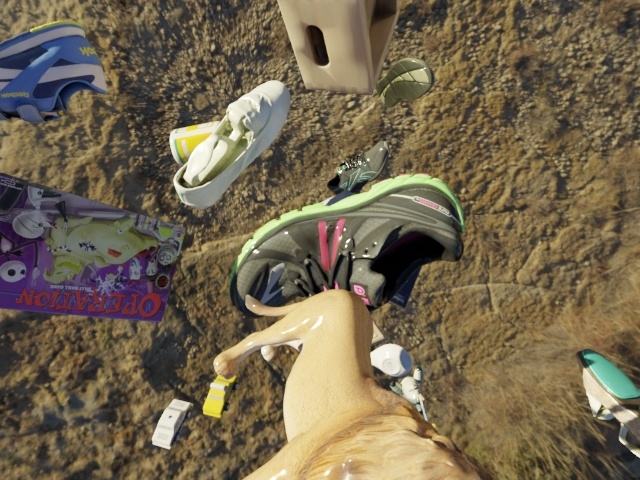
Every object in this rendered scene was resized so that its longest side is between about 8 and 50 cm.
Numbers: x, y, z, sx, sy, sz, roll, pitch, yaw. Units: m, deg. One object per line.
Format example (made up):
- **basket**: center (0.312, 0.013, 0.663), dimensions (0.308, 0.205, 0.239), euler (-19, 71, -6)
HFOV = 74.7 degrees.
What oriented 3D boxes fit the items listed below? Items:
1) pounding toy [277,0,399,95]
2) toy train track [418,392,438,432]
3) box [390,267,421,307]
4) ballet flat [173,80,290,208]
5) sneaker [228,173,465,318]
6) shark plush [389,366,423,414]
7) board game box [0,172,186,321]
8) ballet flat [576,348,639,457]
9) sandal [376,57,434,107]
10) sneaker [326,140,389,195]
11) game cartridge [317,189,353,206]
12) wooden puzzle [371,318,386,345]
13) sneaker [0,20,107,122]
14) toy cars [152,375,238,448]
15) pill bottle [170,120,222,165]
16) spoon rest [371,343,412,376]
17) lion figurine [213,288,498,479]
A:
- **pounding toy**: center (0.009, -0.234, 0.377), dimensions (0.100, 0.141, 0.130), euler (12, 70, 18)
- **toy train track**: center (0.177, 0.290, 0.681), dimensions (0.014, 0.048, 0.083), euler (-17, 84, 12)
- **box**: center (0.208, 0.043, 1.600), dimensions (0.343, 0.179, 0.312), euler (27, 82, -22)
- **ballet flat**: center (-0.215, -0.251, 1.037), dimensions (0.139, 0.139, 0.400), euler (39, 86, -19)
- **sneaker**: center (0.035, 0.040, 0.782), dimensions (0.482, 0.202, 0.185), euler (-25, 139, 13)
- **shark plush**: center (0.191, 0.334, 0.877), dimensions (0.073, 0.067, 0.161), euler (-21, 138, -12)
- **board game box**: center (-0.423, 0.030, 0.760), dimensions (0.347, 0.056, 0.208), euler (20, 84, -51)
- **ballet flat**: center (0.658, 0.374, 0.906), dimensions (0.107, 0.316, 0.106), euler (9, 115, -16)
- **sandal**: center (0.264, -0.495, 1.300), dimensions (0.086, 0.303, 0.120), euler (-28, 105, -9)
- **sneaker**: center (0.124, -0.231, 1.391), dimensions (0.106, 0.101, 0.267), euler (23, 133, -23)
- **game cartridge**: center (0.000, 0.000, 1.189), dimensions (0.196, 0.294, 0.060), euler (-28, 128, 34)
- **wooden puzzle**: center (0.062, 0.270, 1.357), dimensions (0.221, 0.044, 0.239), euler (-30, 107, 25)
- **sneaker**: center (-0.238, -0.114, 0.325), dimensions (0.144, 0.053, 0.059), euler (-33, 114, -12)
- **toy cars**: center (-0.499, 0.661, 1.687), dimensions (0.393, 0.176, 0.087), euler (-27, 136, -23)
- **pill bottle**: center (-0.347, -0.305, 1.309), dimensions (0.208, 0.117, 0.118), euler (-9, 108, 7)
- **spoon rest**: center (0.224, 0.476, 1.642), dimensions (0.276, 0.084, 0.137), euler (-15, 100, 26)
- **lion figurine**: center (0.011, 0.152, 0.428), dimensions (0.240, 0.392, 0.142), euler (-34, 131, 16)
